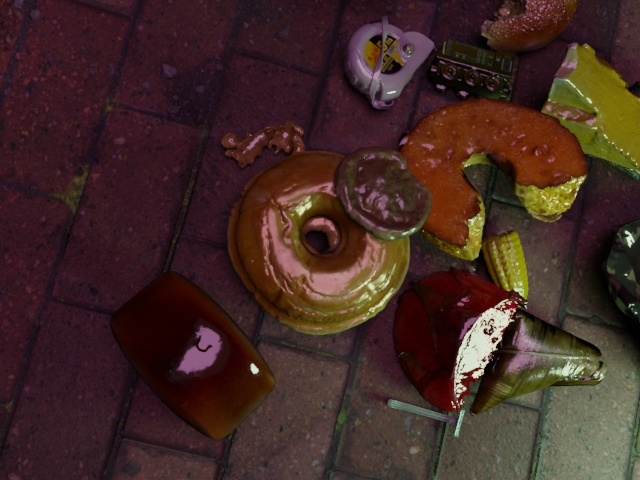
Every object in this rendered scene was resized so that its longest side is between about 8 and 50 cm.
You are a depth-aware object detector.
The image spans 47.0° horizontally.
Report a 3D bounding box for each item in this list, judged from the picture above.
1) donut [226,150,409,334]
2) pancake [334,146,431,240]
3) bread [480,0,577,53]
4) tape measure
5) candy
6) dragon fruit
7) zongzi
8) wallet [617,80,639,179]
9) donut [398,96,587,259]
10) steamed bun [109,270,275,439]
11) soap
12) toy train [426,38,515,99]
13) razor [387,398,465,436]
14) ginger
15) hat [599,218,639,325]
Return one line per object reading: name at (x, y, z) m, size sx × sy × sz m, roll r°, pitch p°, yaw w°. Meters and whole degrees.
donut at (0.000, 0.000, 1.754) m, size 0.449 × 0.198 × 0.448 m, roll 2°, pitch 80°, yaw -9°
pancake at (0.145, -0.113, 1.684) m, size 0.223 × 0.042 × 0.236 m, roll -11°, pitch 73°, yaw -20°
bread at (0.573, -0.618, 1.944) m, size 0.192 × 0.171 × 0.314 m, roll 34°, pitch 79°, yaw 3°
tape measure at (0.158, -0.463, 1.887) m, size 0.197 × 0.120 × 0.236 m, roll 38°, pitch 73°, yaw -6°
candy at (0.473, 0.077, 1.855) m, size 0.106 × 0.094 × 0.198 m, roll -14°, pitch 86°, yaw -47°
dragon fruit at (0.292, 0.215, 1.772) m, size 0.282 × 0.100 × 0.343 m, roll 29°, pitch 92°, yaw 24°
zongzi at (0.525, 0.341, 1.794) m, size 0.286 × 0.134 × 0.288 m, roll 25°, pitch 76°, yaw 3°
wallet at (0.852, -0.297, 1.988) m, size 0.160 × 0.055 × 0.236 m, roll 36°, pitch 82°, yaw 4°
donut at (0.396, -0.161, 1.809) m, size 0.435 × 0.163 × 0.377 m, roll -24°, pitch 64°, yaw -1°
steamed bun at (-0.285, 0.255, 1.648) m, size 0.235 × 0.248 × 0.379 m, roll -41°, pitch 89°, yaw -11°
soap at (0.725, -0.319, 1.813) m, size 0.339 × 0.304 × 0.169 m, roll 24°, pitch 81°, yaw 12°
toy train at (0.395, -0.448, 1.937) m, size 0.226 × 0.090 × 0.137 m, roll 15°, pitch 72°, yaw -5°
razor at (0.253, 0.420, 1.800) m, size 0.191 × 0.037 × 0.068 m, roll 16°, pitch 83°, yaw -3°
ginger at (-0.132, -0.239, 1.850) m, size 0.193 × 0.052 × 0.176 m, roll 41°, pitch 79°, yaw -8°
hat at (0.848, 0.167, 1.886) m, size 0.366 × 0.257 × 0.381 m, roll -21°, pitch 120°, yaw -26°
